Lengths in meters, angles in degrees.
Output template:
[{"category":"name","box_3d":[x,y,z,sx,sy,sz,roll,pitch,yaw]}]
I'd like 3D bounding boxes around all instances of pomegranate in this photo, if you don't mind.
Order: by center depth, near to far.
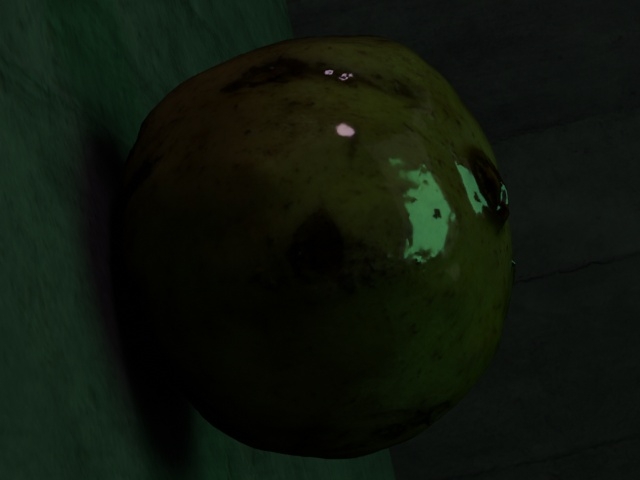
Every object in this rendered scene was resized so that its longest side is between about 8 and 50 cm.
[{"category":"pomegranate","box_3d":[0.000,0.000,1.083,0.281,0.281,0.281,-14,90,-84]}]
